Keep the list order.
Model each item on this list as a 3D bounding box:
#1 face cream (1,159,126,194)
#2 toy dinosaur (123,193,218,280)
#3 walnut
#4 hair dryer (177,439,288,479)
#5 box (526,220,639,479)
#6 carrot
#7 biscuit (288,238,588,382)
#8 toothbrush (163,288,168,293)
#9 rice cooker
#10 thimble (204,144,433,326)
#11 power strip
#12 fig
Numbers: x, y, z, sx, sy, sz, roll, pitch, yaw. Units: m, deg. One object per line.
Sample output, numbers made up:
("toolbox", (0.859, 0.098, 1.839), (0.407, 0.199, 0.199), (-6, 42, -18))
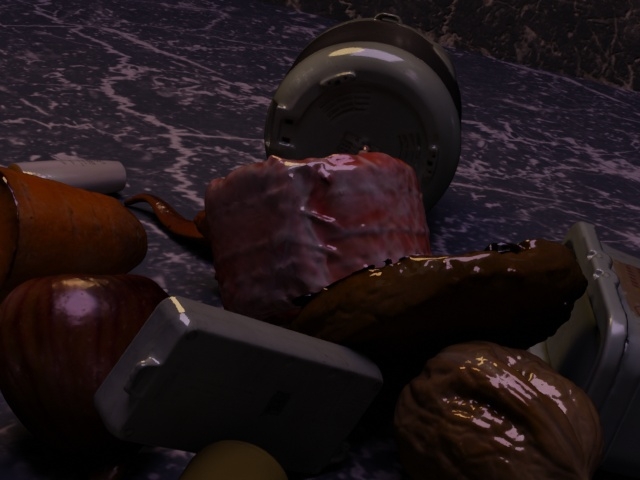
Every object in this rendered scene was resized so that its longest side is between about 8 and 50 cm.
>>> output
("face cream", (-0.351, -0.081, 1.535), (0.182, 0.051, 0.072), (-7, 28, -37))
("toy dinosaur", (-0.096, -0.004, 1.394), (0.432, 0.097, 0.208), (19, 14, 17))
("walnut", (0.155, 0.168, 0.986), (0.184, 0.155, 0.155), (29, 29, 34))
("hair dryer", (0.012, 0.244, 0.848), (0.278, 0.090, 0.135), (19, 20, 6))
("box", (0.325, 0.123, 1.165), (0.182, 0.175, 0.312), (18, 22, -3))
("carrot", (-0.293, -0.002, 1.256), (0.159, 0.159, 0.225), (27, 18, 38))
("biscuit", (0.111, 0.083, 1.093), (0.295, 0.296, 0.075), (-1, 67, -25))
("toothbrush", (-0.207, 0.083, 1.238), (0.017, 0.014, 0.162), (36, 28, 13))
("rice cooker", (0.064, -0.164, 1.626), (0.288, 0.288, 0.277), (10, 20, 2))
("thimble", (0.000, 0.000, 1.202), (0.239, 0.162, 0.239), (-7, -8, -1))
("power strip", (-0.057, 0.125, 0.942), (0.270, 0.118, 0.046), (22, 18, -44))
("fig", (-0.190, 0.131, 0.976), (0.175, 0.207, 0.175), (-15, -10, -3))
